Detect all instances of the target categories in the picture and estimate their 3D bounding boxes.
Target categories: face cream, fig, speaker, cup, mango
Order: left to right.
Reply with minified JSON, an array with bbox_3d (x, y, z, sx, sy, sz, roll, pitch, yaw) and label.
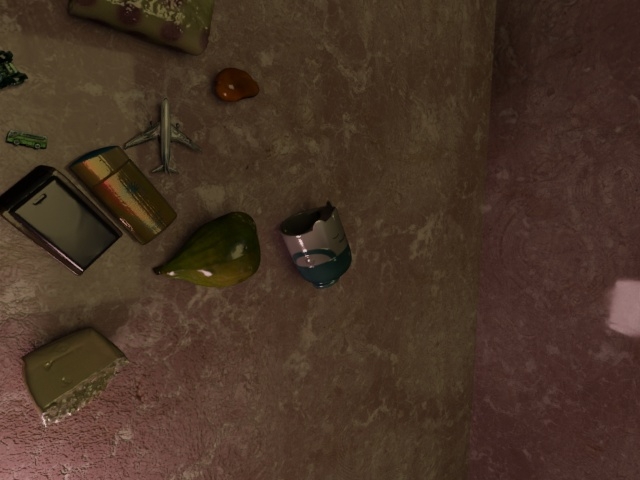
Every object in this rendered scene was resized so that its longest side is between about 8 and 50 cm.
[{"bbox_3d":[-0.642,-0.048,1.057,0.153,0.192,0.231,-52,128,-23],"label":"speaker"},{"bbox_3d":[-0.542,-0.134,1.203,0.139,0.067,0.285,-50,123,-26],"label":"face cream"},{"bbox_3d":[-0.329,0.048,1.356,0.314,0.233,0.233,-28,122,14],"label":"fig"},{"bbox_3d":[-0.274,-0.497,1.375,0.159,0.084,0.105,-25,96,-56],"label":"mango"},{"bbox_3d":[0.000,0.000,1.596,0.290,0.219,0.258,-63,137,-56],"label":"cup"}]

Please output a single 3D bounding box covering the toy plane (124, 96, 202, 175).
[{"bbox_3d":[-0.456,-0.303,1.260,0.226,0.058,0.226,-5,96,-35],"label":"toy plane"}]

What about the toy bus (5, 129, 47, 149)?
[{"bbox_3d":[-0.726,-0.248,1.060,0.083,0.031,0.037,5,87,-41],"label":"toy bus"}]

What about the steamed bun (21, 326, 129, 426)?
[{"bbox_3d":[-0.634,0.349,1.123,0.225,0.200,0.170,-26,151,-37],"label":"steamed bun"}]

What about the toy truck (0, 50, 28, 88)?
[{"bbox_3d":[-0.766,-0.378,0.980,0.154,0.078,0.080,-40,120,-29],"label":"toy truck"}]

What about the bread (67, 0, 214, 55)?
[{"bbox_3d":[-0.467,-0.637,1.144,0.338,0.155,0.187,6,96,-40],"label":"bread"}]
